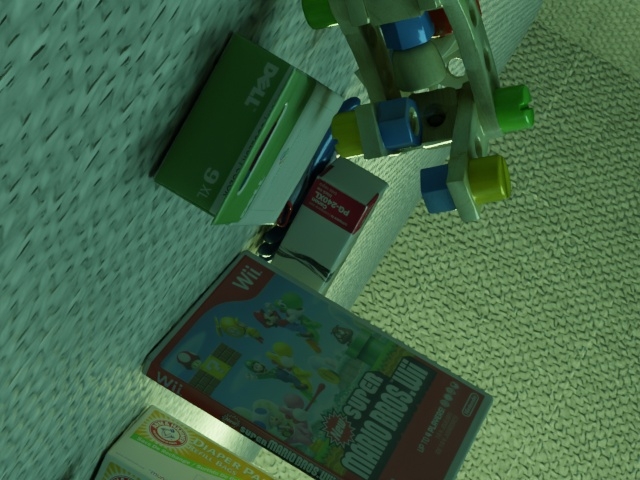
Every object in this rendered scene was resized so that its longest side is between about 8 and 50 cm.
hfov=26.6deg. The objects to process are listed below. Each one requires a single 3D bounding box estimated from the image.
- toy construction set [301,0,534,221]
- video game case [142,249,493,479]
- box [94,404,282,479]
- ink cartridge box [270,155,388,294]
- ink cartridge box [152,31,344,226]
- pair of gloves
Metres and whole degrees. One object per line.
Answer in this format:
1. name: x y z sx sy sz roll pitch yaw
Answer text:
1. toy construction set: 0.080 -0.153 0.946 0.327 0.151 0.215 -74 149 -74
2. video game case: 0.005 0.134 1.242 0.204 0.285 0.025 -51 169 -53
3. box: -0.117 0.267 1.292 0.114 0.203 0.103 -64 173 26
4. ink cartridge box: 0.000 0.000 1.388 0.150 0.063 0.109 -60 176 20
5. ink cartridge box: -0.049 -0.070 0.889 0.109 0.062 0.209 -60 174 5
6. pair of gloves: -0.012 -0.064 1.401 0.159 0.023 0.198 -58 175 -27
